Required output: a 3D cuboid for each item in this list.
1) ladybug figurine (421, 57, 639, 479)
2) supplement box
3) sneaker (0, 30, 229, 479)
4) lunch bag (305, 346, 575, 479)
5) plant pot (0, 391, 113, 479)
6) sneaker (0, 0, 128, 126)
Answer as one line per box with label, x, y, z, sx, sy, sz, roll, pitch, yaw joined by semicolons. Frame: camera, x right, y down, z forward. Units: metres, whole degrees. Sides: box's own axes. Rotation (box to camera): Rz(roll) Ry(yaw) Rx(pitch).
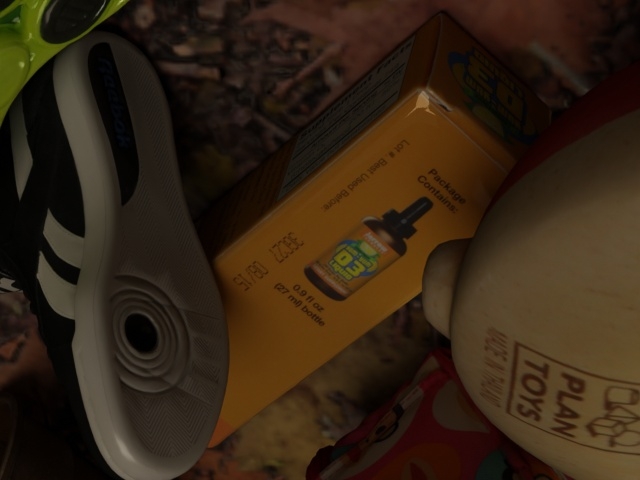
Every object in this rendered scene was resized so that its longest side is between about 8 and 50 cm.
ladybug figurine;0.266;0.012;0.728;0.449;0.162;0.305;5;146;4
supplement box;0.000;0.000;0.866;0.078;0.080;0.233;41;125;-17
sneaker;-0.114;0.023;0.850;0.079;0.217;0.121;16;144;-42
lunch bag;0.121;0.202;0.845;0.120;0.293;0.258;-41;111;8
plant pot;-0.139;0.193;0.992;0.165;0.167;0.167;33;126;-19
sneaker;-0.162;-0.102;0.804;0.109;0.123;0.295;23;110;-36
